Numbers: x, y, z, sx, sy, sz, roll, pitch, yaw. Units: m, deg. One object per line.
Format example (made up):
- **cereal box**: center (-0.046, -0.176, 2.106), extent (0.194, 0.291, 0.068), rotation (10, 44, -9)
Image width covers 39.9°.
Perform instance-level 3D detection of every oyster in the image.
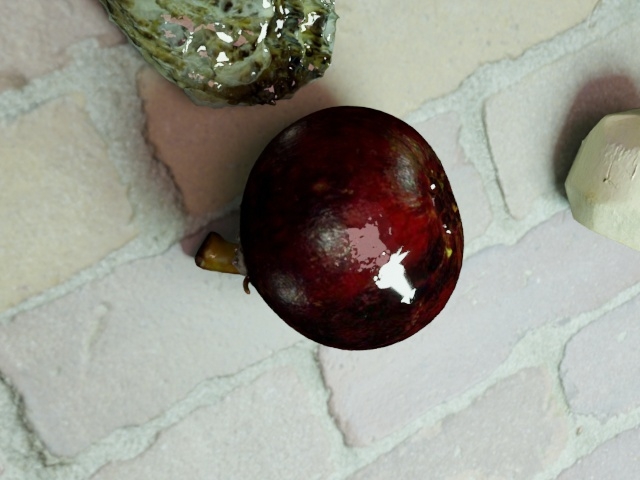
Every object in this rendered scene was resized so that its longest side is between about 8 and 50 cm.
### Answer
- **oyster**: center (-0.097, -0.236, 0.777), extent (0.199, 0.112, 0.267), rotation (-27, 124, 8)

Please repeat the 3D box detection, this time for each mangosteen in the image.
- **mangosteen**: center (0.000, 0.000, 0.834), extent (0.262, 0.235, 0.235), rotation (-16, 117, 23)

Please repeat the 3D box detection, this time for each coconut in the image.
- **coconut**: center (0.369, -0.074, 0.989), extent (0.161, 0.161, 0.162), rotation (15, 106, -27)
